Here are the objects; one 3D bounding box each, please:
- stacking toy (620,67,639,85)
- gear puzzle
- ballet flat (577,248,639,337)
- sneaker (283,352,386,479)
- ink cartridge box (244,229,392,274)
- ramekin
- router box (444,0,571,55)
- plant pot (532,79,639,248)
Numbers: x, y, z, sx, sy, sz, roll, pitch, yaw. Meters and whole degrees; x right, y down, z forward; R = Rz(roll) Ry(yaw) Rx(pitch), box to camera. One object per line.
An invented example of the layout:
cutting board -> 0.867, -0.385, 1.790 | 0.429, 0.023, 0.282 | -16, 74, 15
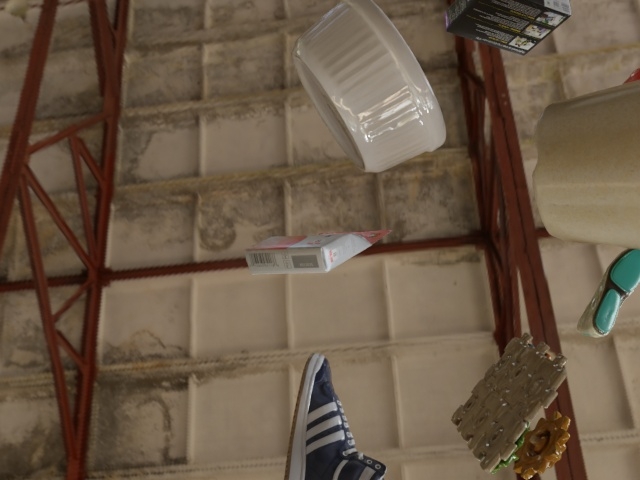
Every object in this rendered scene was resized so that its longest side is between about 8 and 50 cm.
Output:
stacking toy -> 0.575, -0.225, 1.613 | 0.279, 0.130, 0.309 | -4, -141, 24
gear puzzle -> 0.261, 0.220, 1.036 | 0.044, 0.339, 0.175 | 38, -88, -2
ballet flat -> 0.438, 0.077, 1.231 | 0.057, 0.052, 0.168 | 44, -114, -9
sneaker -> 0.030, 0.312, 1.267 | 0.153, 0.099, 0.282 | 7, -130, 2
ink cartridge box -> 0.000, 0.000, 1.191 | 0.145, 0.045, 0.179 | -3, -160, 38
ramekin -> 0.063, -0.225, 1.217 | 0.127, 0.273, 0.273 | -32, -122, -3
router box -> 0.329, -0.400, 1.431 | 0.178, 0.133, 0.046 | 11, -116, -24
plant pot -> 0.495, -0.114, 1.195 | 0.305, 0.334, 0.334 | -1, -126, 37
